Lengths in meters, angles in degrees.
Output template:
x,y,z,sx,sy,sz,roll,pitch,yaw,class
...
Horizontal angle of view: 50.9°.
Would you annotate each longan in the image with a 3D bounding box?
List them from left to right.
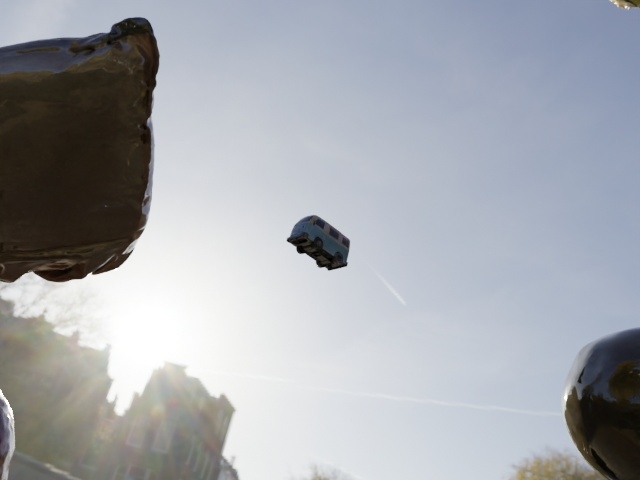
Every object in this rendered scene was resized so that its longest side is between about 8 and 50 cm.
x,y,z,sx,sy,sz,roll,pitch,yaw,class
0.421,0.217,0.839,0.248,0.248,0.248,11,-30,7,longan

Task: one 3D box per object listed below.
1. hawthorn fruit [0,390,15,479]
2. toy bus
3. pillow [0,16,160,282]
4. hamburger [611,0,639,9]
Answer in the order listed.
x,y,z,sx,sy,sz,roll,pitch,yaw,class
-0.296,0.135,0.352,0.243,0.207,0.207,0,-22,-28,hawthorn fruit
0.000,0.000,1.317,0.123,0.075,0.060,36,-34,-31,toy bus
-0.221,-0.032,0.352,0.270,0.067,0.173,-6,-44,-18,pillow
0.628,-0.580,1.248,0.170,0.302,0.302,19,-21,43,hamburger
